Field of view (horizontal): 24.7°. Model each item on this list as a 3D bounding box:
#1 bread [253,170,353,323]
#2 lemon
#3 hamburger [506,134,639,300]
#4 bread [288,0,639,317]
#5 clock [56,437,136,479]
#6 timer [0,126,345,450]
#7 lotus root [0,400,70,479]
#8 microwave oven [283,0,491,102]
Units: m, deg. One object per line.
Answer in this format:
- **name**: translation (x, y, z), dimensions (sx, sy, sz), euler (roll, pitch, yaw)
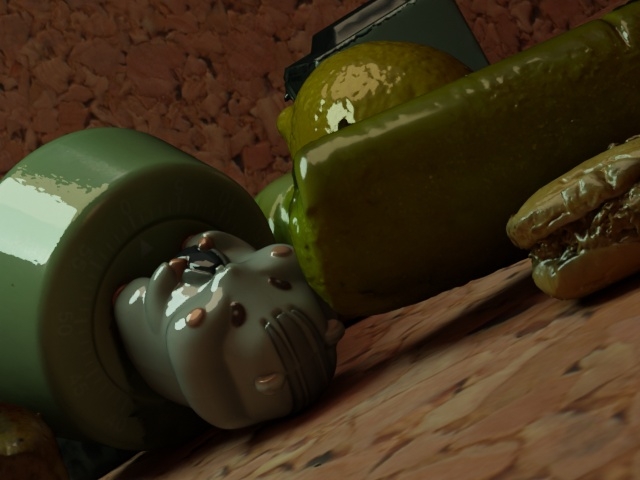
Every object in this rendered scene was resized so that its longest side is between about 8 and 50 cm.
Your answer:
- **bread**: translation (-0.007, 0.005, 1.495), dimensions (0.158, 0.156, 0.261), euler (-33, 5, -43)
- **lemon**: translation (0.079, -0.112, 1.628), dimensions (0.254, 0.228, 0.228), euler (22, 39, 32)
- **hamburger**: translation (0.201, -0.021, 0.993), dimensions (0.138, 0.083, 0.147), euler (-32, 2, 26)
- **bread**: translation (0.159, -0.059, 1.117), dimensions (0.384, 0.166, 0.112), euler (-23, 40, -7)
- **clock**: translation (-0.258, 0.202, 1.536), dimensions (0.319, 0.066, 0.319), euler (-31, 5, 3)
- **timer**: translation (-0.110, 0.063, 1.236), dimensions (0.291, 0.290, 0.315), euler (-34, 29, -31)
- **lotus root**: translation (-0.302, 0.215, 1.176), dimensions (0.193, 0.193, 0.291), euler (-32, 8, -20)
- **microwave oven**: translation (0.096, -0.167, 1.920), dimensions (0.218, 0.286, 0.355), euler (-32, 9, -3)
